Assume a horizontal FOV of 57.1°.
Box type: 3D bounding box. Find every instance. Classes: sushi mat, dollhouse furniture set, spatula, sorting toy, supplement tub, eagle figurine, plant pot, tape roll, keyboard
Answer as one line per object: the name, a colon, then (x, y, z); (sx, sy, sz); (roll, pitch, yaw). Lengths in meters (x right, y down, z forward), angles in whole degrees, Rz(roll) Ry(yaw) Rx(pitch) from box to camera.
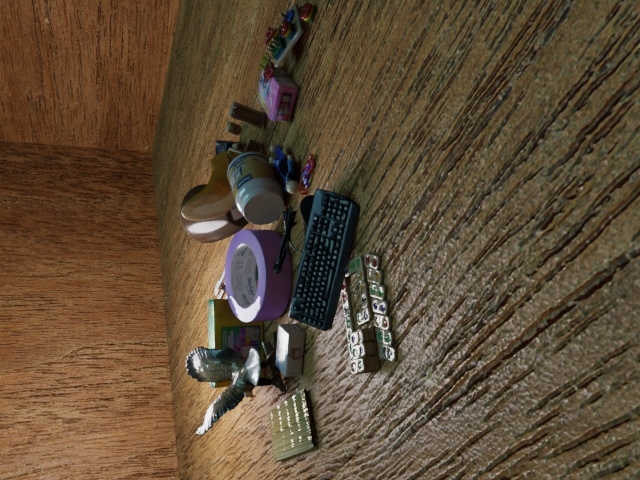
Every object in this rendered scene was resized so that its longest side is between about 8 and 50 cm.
sushi mat: (-0.083, 0.522, 1.640); (0.316, 0.019, 0.152); (132, 135, -55)
dollhouse furniture set: (-0.216, -0.339, 1.853); (0.123, 0.144, 0.151); (27, 99, 59)
spatula: (-0.390, 0.210, 2.352); (0.242, 0.019, 0.168); (124, 145, -50)
sorting toy: (-0.113, -0.570, 1.634); (0.274, 0.046, 0.132); (-46, 40, 37)
supplement tub: (-0.191, -0.156, 1.753); (0.200, 0.144, 0.144); (-114, 34, -44)
eagle figurine: (-0.256, 0.416, 1.714); (0.226, 0.298, 0.225); (-106, 1, -74)
plant pot: (-0.342, -0.099, 2.055); (0.230, 0.215, 0.216); (-1, 88, 52)
tape roll: (-0.191, 0.104, 1.760); (0.274, 0.090, 0.275); (-2, 88, 57)
keyboard: (-0.028, 0.035, 1.368); (0.201, 0.033, 0.317); (19, 102, 29)

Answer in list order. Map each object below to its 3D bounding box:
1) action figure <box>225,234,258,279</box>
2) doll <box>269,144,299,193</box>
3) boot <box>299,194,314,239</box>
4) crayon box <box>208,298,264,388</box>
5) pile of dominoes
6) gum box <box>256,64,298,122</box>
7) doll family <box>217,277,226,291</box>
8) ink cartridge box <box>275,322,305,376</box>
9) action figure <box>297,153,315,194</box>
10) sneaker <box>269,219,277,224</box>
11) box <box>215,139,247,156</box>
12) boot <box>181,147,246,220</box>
action figure: (-0.244, 0.082, 1.967); (0.232, 0.063, 0.137); (35, 120, 54)
doll: (-0.098, -0.192, 1.666); (0.189, 0.046, 0.129); (-120, 28, -45)
boot: (0.000, 0.000, 1.440); (0.106, 0.082, 0.219); (40, -140, -89)
crayon box: (-0.272, 0.325, 1.893); (0.081, 0.165, 0.279); (163, 106, -65)
pile of dominoes: (0.083, 0.153, 1.254); (0.196, 0.040, 0.251); (139, 127, -59)
gum box: (-0.126, -0.429, 1.716); (0.188, 0.062, 0.107); (-119, 38, -49)
doll family: (-0.281, 0.165, 2.000); (0.076, 0.111, 0.193); (-57, 8, -10)
ink cartridge box: (-0.084, 0.297, 1.609); (0.088, 0.052, 0.123); (-155, 69, -64)
action figure: (-0.036, -0.177, 1.551); (0.038, 0.030, 0.115); (-114, 35, -52)
sneaker: (-0.155, -0.068, 1.802); (0.083, 0.035, 0.031); (136, 129, -58)
box: (-0.321, -0.276, 2.117); (0.156, 0.093, 0.158); (-154, 68, -64)
boot: (-0.339, -0.192, 1.937); (0.104, 0.295, 0.211); (80, 163, -49)
